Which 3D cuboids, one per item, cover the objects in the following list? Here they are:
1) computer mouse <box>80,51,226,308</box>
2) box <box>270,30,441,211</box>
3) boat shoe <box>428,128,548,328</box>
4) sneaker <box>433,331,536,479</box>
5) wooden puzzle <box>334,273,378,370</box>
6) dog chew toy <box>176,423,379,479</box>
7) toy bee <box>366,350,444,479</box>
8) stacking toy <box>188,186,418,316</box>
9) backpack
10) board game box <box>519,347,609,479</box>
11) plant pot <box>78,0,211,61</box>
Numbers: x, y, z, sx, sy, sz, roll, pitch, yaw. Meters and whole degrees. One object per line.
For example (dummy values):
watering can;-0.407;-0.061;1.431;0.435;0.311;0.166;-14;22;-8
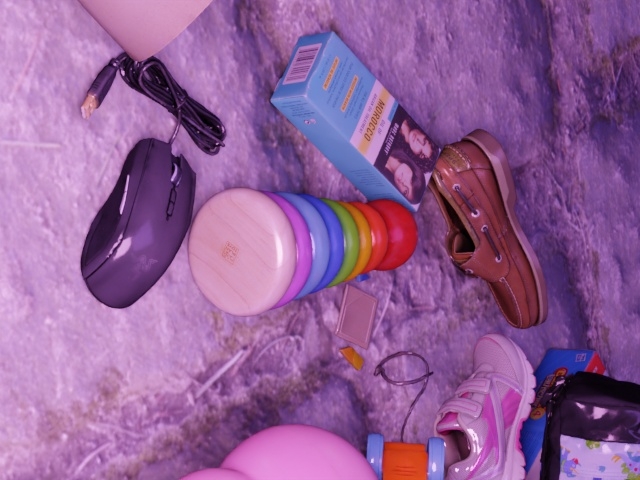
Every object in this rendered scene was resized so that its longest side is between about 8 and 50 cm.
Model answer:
computer mouse;-0.188;-0.071;1.378;0.184;0.060;0.262;47;56;-36
box;0.048;-0.141;1.635;0.244;0.060;0.100;42;59;-38
boat shoe;0.217;0.002;1.796;0.104;0.111;0.307;-30;115;-17
sneaker;0.213;0.233;1.769;0.111;0.103;0.252;20;58;-22
wooden puzzle;0.044;0.096;1.658;0.078;0.014;0.116;39;61;-44
dog chew toy;-0.088;0.319;1.383;0.332;0.206;0.206;-16;100;-38
toy bee;0.112;0.300;1.620;0.298;0.195;0.162;-50;149;-48
stacking toy;0.000;0.000;1.545;0.330;0.141;0.141;-8;95;-54
backpack;0.396;0.375;1.743;0.290;0.273;0.355;3;100;-76
board game box;0.364;0.371;1.940;0.308;0.086;0.302;-53;124;-35
plant pot;-0.203;-0.358;1.265;0.274;0.256;0.256;39;60;-21
